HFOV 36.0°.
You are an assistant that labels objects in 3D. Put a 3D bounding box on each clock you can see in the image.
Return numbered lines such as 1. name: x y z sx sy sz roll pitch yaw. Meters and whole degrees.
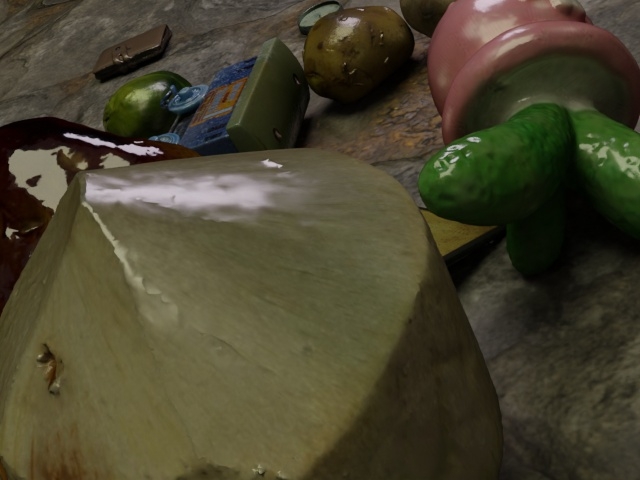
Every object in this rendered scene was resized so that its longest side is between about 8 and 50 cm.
1. clock: 0.000 -0.381 1.679 0.085 0.017 0.085 -19 35 14

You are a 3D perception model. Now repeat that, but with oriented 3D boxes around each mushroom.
1. mushroom: 0.196 -0.345 1.382 0.166 0.127 0.166 7 31 -4
2. mushroom: -0.236 0.021 1.036 0.345 0.259 0.345 -3 70 9

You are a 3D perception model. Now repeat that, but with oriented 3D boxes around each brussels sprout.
1. brussels sprout: -0.267 -0.202 1.551 0.155 0.117 0.155 -35 14 10

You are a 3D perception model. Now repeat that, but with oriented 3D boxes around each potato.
1. potato: 0.052 -0.274 1.408 0.137 0.137 0.176 9 44 42

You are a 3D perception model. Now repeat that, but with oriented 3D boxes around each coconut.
1. coconut: -0.073 0.111 0.742 0.415 0.415 0.344 -17 37 16

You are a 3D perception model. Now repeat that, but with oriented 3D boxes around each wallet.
1. wallet: -0.366 -0.365 1.903 0.153 0.038 0.118 -18 33 13

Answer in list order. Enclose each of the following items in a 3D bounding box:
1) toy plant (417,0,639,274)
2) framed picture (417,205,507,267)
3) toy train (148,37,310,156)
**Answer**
1. toy plant: 0.207 -0.117 0.994 0.317 0.210 0.356 8 44 -17
2. framed picture: 0.000 0.000 1.106 0.255 0.014 0.339 -26 28 -37
3. toy train: -0.128 -0.145 1.345 0.202 0.131 0.299 -17 31 20
